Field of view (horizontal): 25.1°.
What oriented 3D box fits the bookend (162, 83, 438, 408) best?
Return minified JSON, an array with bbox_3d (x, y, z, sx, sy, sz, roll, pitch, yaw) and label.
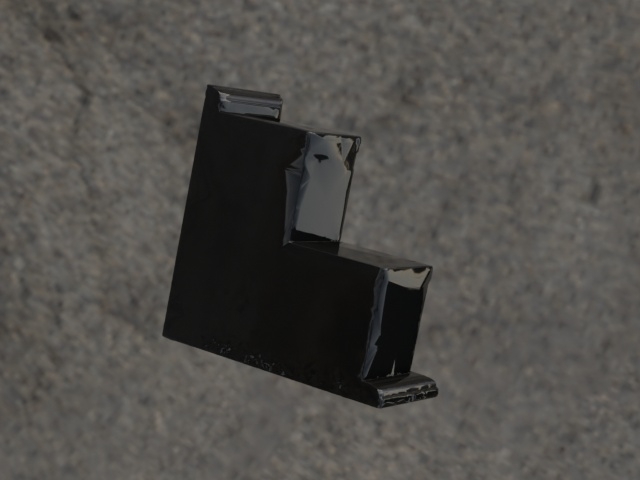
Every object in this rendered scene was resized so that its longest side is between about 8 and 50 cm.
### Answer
[{"bbox_3d":[0.000,0.000,0.845,0.072,0.156,0.157,-1,103,-58],"label":"bookend"}]
